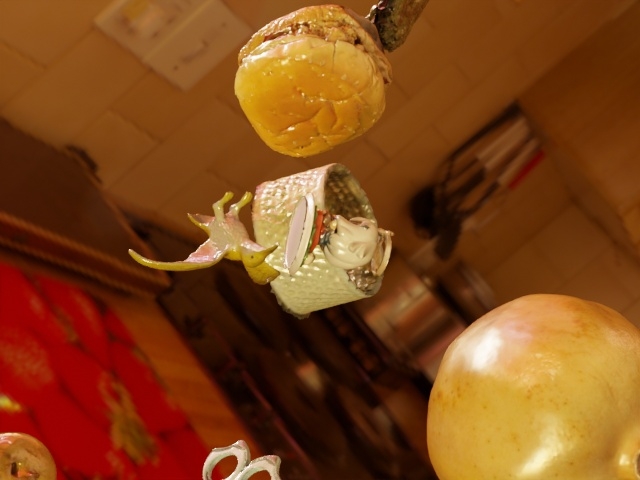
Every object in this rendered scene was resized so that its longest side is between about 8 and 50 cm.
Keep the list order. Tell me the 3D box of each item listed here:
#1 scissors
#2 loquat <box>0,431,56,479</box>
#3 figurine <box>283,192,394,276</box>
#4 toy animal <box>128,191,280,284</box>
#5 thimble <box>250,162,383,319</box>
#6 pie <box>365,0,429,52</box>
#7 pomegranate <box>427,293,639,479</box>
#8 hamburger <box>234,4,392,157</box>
[{"bbox_3d":[-0.226,0.546,2.389,0.191,0.360,0.029,19,-34,38],"label":"scissors"},{"bbox_3d":[-0.450,0.346,1.729,0.137,0.163,0.163,27,17,-24],"label":"loquat"},{"bbox_3d":[0.032,0.007,1.838,0.154,0.132,0.132,13,17,-12],"label":"figurine"},{"bbox_3d":[-0.102,-0.009,1.384,0.219,0.155,0.095,6,70,-39],"label":"toy animal"},{"bbox_3d":[0.000,0.000,2.243,0.271,0.150,0.270,46,36,-49],"label":"thimble"},{"bbox_3d":[0.166,-0.508,2.103,0.078,0.296,0.371,30,-34,21],"label":"pie"},{"bbox_3d":[0.198,0.157,1.056,0.233,0.233,0.233,48,8,-9],"label":"pomegranate"},{"bbox_3d":[-0.011,-0.236,1.841,0.244,0.244,0.163,44,29,-37],"label":"hamburger"}]
